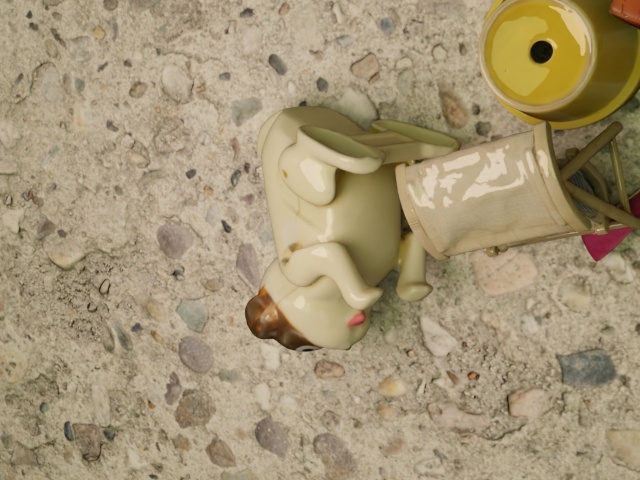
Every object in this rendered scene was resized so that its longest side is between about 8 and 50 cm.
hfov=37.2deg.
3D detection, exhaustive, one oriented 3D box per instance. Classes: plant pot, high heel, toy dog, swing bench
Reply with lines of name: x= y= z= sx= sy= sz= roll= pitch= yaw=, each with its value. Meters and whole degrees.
plant pot: x=0.340 y=-0.278 z=1.374 sx=0.254 sy=0.239 sz=0.253 roll=7 pitch=107 yaw=24
high heel: x=0.510 y=-0.042 z=1.438 sx=0.244 sy=0.082 sz=0.117 roll=-13 pitch=97 yaw=29
toy dog: x=0.000 y=0.000 z=1.598 sx=0.396 sy=0.285 sz=0.407 roll=21 pitch=113 yaw=30
swing bench: x=0.293 y=-0.066 z=1.404 sx=0.253 sy=0.255 sz=0.165 roll=-13 pitch=86 yaw=42

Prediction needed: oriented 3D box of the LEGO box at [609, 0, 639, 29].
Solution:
LEGO box: x=0.651 y=-0.341 z=1.088 sx=0.500 sy=0.193 sz=0.372 roll=38 pitch=112 yaw=45
